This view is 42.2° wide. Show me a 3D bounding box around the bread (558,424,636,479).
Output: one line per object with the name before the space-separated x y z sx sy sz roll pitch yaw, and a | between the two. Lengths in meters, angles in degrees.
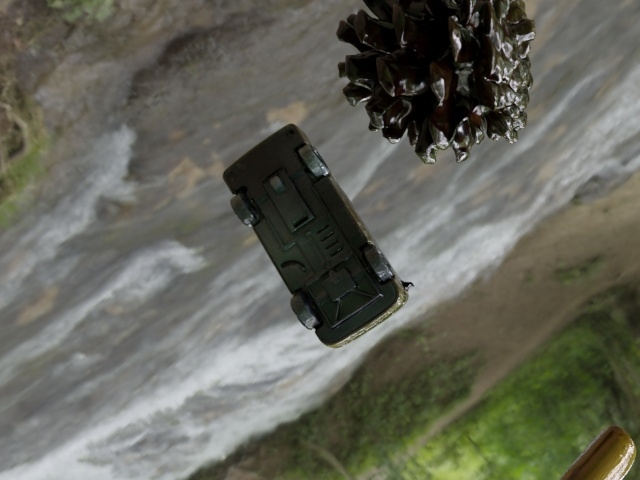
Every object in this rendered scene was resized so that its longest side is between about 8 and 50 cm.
bread | 0.431 0.411 1.372 0.239 0.074 0.093 -42 164 -15

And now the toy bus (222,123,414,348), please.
toy bus | 0.000 0.000 1.116 0.139 0.290 0.157 -36 162 9

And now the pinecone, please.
pinecone | 0.206 -0.329 1.483 0.397 0.398 0.398 -37 157 -19
